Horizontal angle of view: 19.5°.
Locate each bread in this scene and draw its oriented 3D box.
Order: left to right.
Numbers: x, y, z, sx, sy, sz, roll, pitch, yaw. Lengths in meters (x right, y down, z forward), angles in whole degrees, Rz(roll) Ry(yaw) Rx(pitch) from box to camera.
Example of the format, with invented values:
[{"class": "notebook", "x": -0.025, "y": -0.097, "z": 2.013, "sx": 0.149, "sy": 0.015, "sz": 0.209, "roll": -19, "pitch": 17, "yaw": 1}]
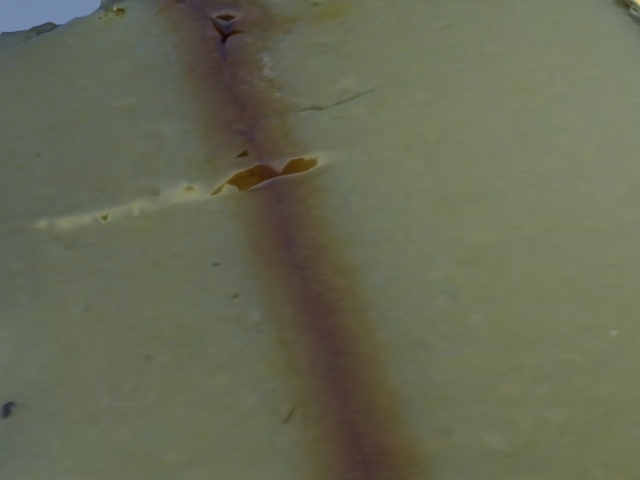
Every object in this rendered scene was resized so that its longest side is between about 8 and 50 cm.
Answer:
[{"class": "bread", "x": 0.000, "y": 0.000, "z": 0.667, "sx": 0.345, "sy": 0.405, "sz": 0.242, "roll": -28, "pitch": -18, "yaw": 11}]
